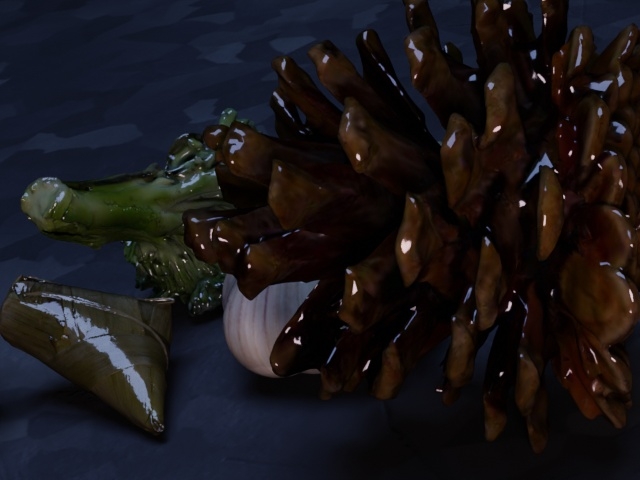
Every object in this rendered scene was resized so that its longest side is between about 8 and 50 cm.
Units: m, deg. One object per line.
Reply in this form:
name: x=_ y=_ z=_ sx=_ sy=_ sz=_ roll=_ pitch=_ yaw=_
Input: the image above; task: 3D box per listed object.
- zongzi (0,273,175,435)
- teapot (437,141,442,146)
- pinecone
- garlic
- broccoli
zongzi: x=-0.210 y=0.104 z=1.680 sx=0.160 sy=0.078 sz=0.176 roll=8 pitch=31 yaw=-5
teapot: x=0.167 y=-0.035 z=1.791 sx=0.077 sy=0.107 sz=0.200 roll=-33 pitch=29 yaw=-34
pinecone: x=0.080 y=-0.022 z=1.455 sx=0.385 sy=0.384 sz=0.384 roll=-12 pitch=22 yaw=5
garlic: x=0.000 y=0.000 z=1.654 sx=0.199 sy=0.226 sz=0.199 roll=-7 pitch=21 yaw=3
broccoli: x=-0.131 y=-0.035 z=1.792 sx=0.199 sy=0.177 sz=0.275 roll=-30 pitch=-23 yaw=15
